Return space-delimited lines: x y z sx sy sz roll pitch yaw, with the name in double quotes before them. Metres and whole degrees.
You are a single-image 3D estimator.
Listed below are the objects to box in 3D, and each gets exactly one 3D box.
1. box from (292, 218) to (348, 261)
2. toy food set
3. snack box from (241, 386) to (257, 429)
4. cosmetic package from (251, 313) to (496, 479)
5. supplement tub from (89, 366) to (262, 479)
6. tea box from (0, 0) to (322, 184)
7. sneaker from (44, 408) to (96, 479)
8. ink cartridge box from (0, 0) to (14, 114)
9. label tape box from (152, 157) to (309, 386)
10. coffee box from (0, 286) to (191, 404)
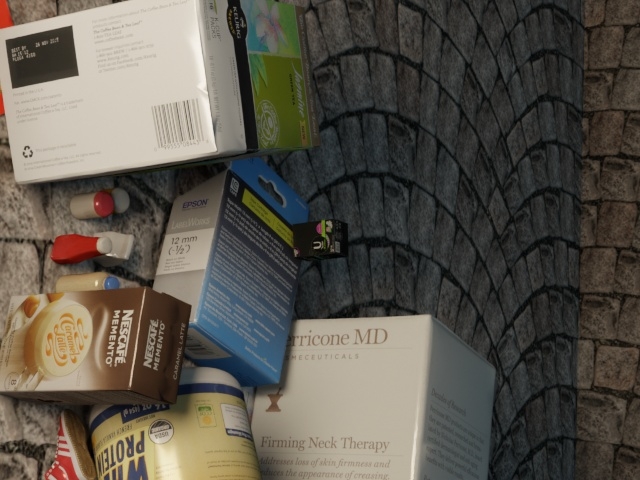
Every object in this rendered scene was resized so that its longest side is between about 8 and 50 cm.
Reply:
"box" 0.000 0.000 2.054 0.052 0.083 0.062 16 70 -58
"toy food set" -0.311 0.016 1.733 0.111 0.105 0.232 41 52 -48
"snack box" -0.135 0.318 2.046 0.064 0.022 0.178 36 56 -52
"cosmetic package" 0.090 0.366 2.095 0.327 0.329 0.393 37 54 -54
"supplement tub" -0.192 0.361 1.678 0.228 0.228 0.316 26 43 -54
"tea box" -0.218 -0.211 1.680 0.323 0.329 0.220 -15 99 -64
"sneaker" -0.361 0.300 1.683 0.042 0.067 0.118 28 32 -51
"ink cartridge box" -0.503 -0.278 1.490 0.385 0.091 0.308 -32 112 -54
"label tape box" -0.146 0.038 1.991 0.249 0.115 0.347 44 46 -47
"coffee box" -0.305 0.143 1.590 0.098 0.247 0.141 31 59 -52
